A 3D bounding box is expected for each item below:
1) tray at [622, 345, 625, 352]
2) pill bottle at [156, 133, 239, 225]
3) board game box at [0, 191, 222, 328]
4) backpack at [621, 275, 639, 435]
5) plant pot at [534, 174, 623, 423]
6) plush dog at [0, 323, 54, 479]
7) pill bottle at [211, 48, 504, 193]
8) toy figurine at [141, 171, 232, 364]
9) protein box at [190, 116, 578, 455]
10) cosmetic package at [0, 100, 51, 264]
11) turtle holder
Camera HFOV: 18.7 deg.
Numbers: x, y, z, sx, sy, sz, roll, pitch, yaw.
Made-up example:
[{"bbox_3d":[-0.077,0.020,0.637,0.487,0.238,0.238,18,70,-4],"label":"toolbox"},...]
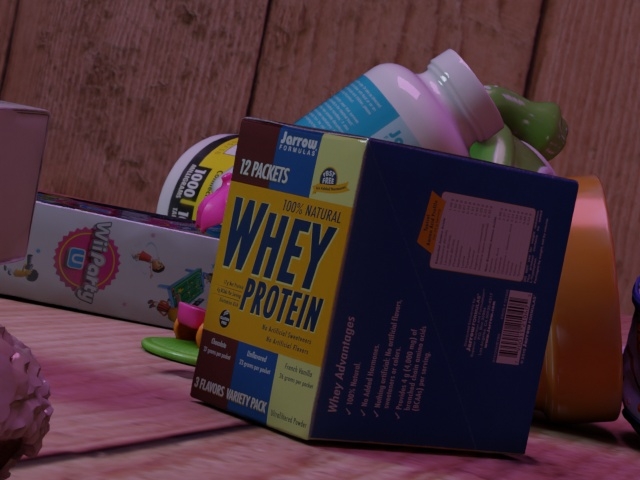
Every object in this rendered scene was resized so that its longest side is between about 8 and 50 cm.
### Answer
[{"bbox_3d":[0.425,0.157,2.179,0.145,0.030,0.270,8,4,-40],"label":"tray"},{"bbox_3d":[0.000,0.000,2.017,0.334,0.188,0.188,13,3,42],"label":"pill bottle"},{"bbox_3d":[-0.236,0.009,1.849,0.303,0.097,0.224,12,3,-5],"label":"board game box"},{"bbox_3d":[0.377,0.094,1.576,0.263,0.213,0.276,1,5,1],"label":"backpack"},{"bbox_3d":[0.144,0.054,1.609,0.188,0.205,0.205,-5,2,3],"label":"plant pot"},{"bbox_3d":[-0.271,0.015,0.845,0.262,0.211,0.225,9,-20,-38],"label":"plush dog"},{"bbox_3d":[0.040,-0.068,1.820,0.146,0.264,0.146,54,-1,1],"label":"pill bottle"},{"bbox_3d":[-0.048,0.025,1.585,0.173,0.159,0.130,10,3,-28],"label":"toy figurine"},{"bbox_3d":[0.045,0.033,1.332,0.201,0.200,0.136,9,3,-39],"label":"protein box"},{"bbox_3d":[-0.361,-0.066,1.319,0.309,0.113,0.160,13,6,15],"label":"cosmetic package"},{"bbox_3d":[0.172,-0.021,2.216,0.227,0.243,0.320,37,30,-23],"label":"turtle holder"}]
